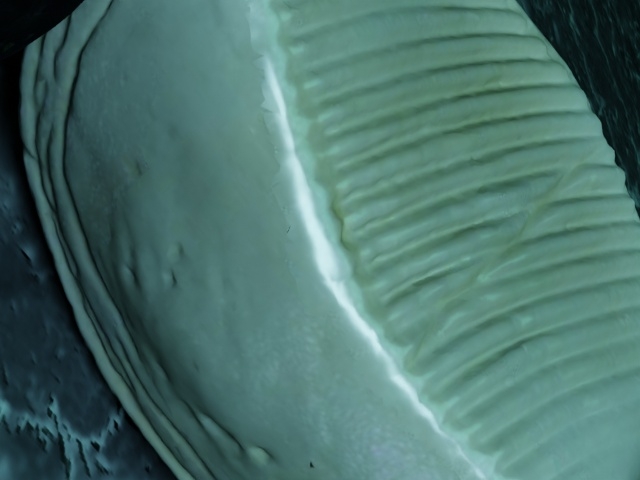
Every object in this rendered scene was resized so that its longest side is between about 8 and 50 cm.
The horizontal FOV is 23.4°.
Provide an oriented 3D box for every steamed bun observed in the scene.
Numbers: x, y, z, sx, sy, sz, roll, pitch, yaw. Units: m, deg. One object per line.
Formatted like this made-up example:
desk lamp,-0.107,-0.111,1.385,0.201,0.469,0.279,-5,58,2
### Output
steamed bun,-0.005,-0.002,0.760,0.383,0.236,0.247,60,39,-9

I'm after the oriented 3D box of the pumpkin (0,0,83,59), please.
pumpkin,-0.195,-0.208,0.533,0.315,0.239,0.315,-13,105,-58
